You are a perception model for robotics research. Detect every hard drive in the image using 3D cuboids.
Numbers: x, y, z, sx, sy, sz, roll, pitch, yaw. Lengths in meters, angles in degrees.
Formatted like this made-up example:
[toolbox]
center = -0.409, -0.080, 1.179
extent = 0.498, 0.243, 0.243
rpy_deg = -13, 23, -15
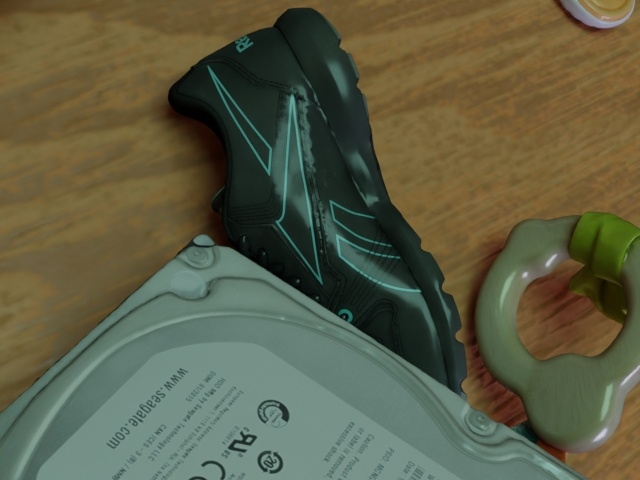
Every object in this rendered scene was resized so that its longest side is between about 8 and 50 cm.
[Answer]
[hard drive]
center = 0.013, 0.157, 0.465
extent = 0.339, 0.064, 0.237
rpy_deg = 34, 43, 10

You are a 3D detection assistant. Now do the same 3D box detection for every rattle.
[rattle]
center = 0.165, 0.092, 0.662
extent = 0.130, 0.143, 0.199
rpy_deg = 2, 70, 17

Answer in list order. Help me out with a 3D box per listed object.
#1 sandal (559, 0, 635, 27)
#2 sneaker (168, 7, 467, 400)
[sandal]
center = 0.186, -0.294, 0.789
extent = 0.102, 0.076, 0.265
rpy_deg = -28, 87, -31
[sneaker]
center = 0.000, 0.000, 0.605
extent = 0.106, 0.101, 0.267
rpy_deg = -22, 82, -11
